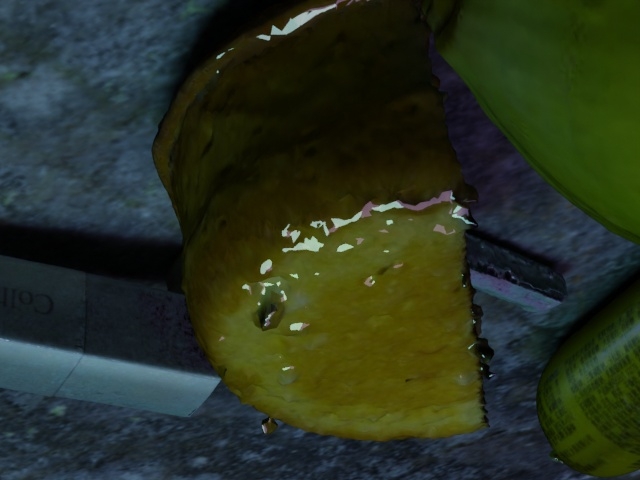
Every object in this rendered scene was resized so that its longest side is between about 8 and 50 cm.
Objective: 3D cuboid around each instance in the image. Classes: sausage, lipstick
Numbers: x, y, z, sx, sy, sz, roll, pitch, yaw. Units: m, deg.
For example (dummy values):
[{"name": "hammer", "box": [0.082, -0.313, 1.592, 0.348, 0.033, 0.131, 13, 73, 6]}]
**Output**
[{"name": "sausage", "box": [0.282, 0.075, 1.404, 0.123, 0.123, 0.347, 10, 142, -33]}, {"name": "lipstick", "box": [-0.221, 0.050, 1.196, 0.317, 0.066, 0.068, 13, 144, -23]}]

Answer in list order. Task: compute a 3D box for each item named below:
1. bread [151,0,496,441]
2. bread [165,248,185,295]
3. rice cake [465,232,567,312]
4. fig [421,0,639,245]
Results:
[{"name": "bread", "box": [0.000, 0.000, 1.109, 0.179, 0.194, 0.340, -11, 147, 0]}, {"name": "bread", "box": [-0.061, 0.014, 1.258, 0.109, 0.043, 0.062, -15, 150, 7]}, {"name": "rice cake", "box": [0.104, 0.013, 1.327, 0.208, 0.033, 0.033, 21, 146, -41]}, {"name": "fig", "box": [0.225, -0.126, 0.886, 0.343, 0.343, 0.343, -9, 149, -6]}]
